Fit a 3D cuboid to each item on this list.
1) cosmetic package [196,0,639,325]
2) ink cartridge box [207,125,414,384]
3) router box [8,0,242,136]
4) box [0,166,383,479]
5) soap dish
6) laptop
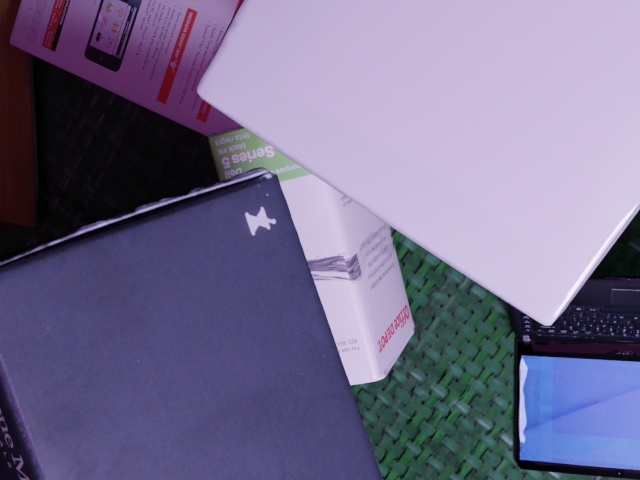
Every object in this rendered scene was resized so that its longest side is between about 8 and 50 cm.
[{"bbox_3d":[0.165,-0.189,0.851,0.329,0.394,0.327,34,108,8],"label":"cosmetic package"},{"bbox_3d":[0.000,0.000,1.039,0.115,0.198,0.272,-12,97,18],"label":"ink cartridge box"},{"bbox_3d":[-0.151,-0.311,1.082,0.301,0.082,0.335,26,107,10],"label":"router box"},{"bbox_3d":[-0.193,0.225,0.979,0.472,0.297,0.479,-13,98,55],"label":"box"},{"bbox_3d":[-0.461,-0.159,1.184,0.229,0.118,0.290,4,103,15],"label":"soap dish"},{"bbox_3d":[0.311,0.147,1.011,0.234,0.264,0.136,1,65,15],"label":"laptop"}]
